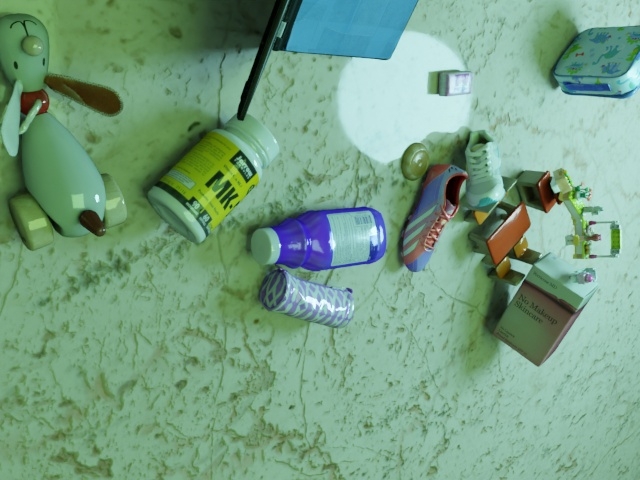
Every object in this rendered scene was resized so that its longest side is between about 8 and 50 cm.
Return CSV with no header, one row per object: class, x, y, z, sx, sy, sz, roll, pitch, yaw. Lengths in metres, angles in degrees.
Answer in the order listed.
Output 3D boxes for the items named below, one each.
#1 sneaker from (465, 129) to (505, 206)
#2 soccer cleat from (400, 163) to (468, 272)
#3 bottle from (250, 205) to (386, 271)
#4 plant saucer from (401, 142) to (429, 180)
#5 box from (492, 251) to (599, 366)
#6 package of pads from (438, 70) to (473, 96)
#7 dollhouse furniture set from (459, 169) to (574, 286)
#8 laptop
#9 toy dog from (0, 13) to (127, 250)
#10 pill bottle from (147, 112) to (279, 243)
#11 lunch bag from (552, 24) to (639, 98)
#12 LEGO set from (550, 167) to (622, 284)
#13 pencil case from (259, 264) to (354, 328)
sneaker,0.351,-0.156,1.658,0.229,0.087,0.092,-78,147,-52
soccer cleat,0.247,-0.046,1.645,0.083,0.095,0.248,16,92,-40
bottle,0.000,0.000,1.443,0.282,0.092,0.118,-7,93,-39
plant saucer,0.208,-0.168,1.624,0.083,0.015,0.084,-15,114,-37
box,0.560,0.171,1.893,0.126,0.148,0.232,-22,142,-51
package of pads,0.289,-0.337,1.624,0.083,0.032,0.050,-14,115,-37
dollhouse furniture set,0.484,-0.053,1.821,0.259,0.135,0.262,-45,129,-20
laptop,0.069,-0.396,1.168,0.236,0.408,0.382,20,128,-8
toy dog,-0.364,-0.125,1.041,0.220,0.161,0.334,-44,129,-21
pill bottle,-0.171,-0.107,1.244,0.208,0.119,0.119,-49,130,-18
lunch bag,0.680,-0.423,1.809,0.090,0.219,0.176,46,73,-34
LEGO set,0.628,-0.044,1.762,0.132,0.107,0.287,-30,111,-44
pencil case,-0.020,0.114,1.474,0.206,0.086,0.088,18,99,-43
